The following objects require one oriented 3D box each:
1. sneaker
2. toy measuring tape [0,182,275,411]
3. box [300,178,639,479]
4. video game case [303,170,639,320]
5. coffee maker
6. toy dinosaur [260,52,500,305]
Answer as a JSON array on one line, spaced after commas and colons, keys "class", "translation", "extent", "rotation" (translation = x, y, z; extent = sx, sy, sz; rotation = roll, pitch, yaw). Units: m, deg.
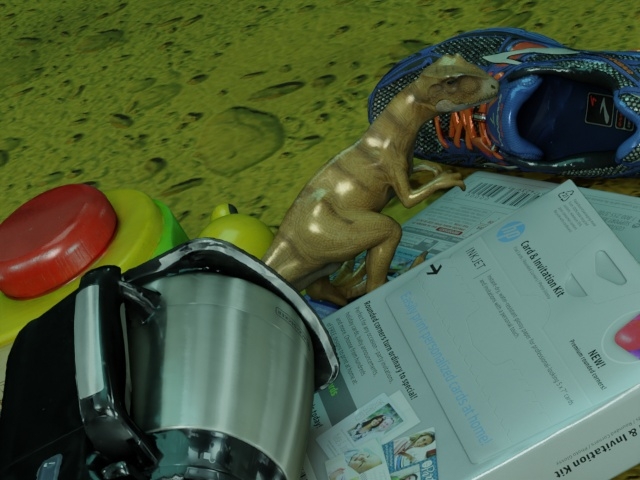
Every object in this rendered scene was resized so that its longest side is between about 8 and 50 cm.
[{"class": "sneaker", "translation": [0.110, -0.073, 0.911], "extent": [0.221, 0.083, 0.087], "rotation": [2, 9, 41]}, {"class": "toy measuring tape", "translation": [-0.167, 0.052, 0.863], "extent": [0.330, 0.121, 0.121], "rotation": [-23, 23, 17]}, {"class": "box", "translation": [0.053, 0.063, 0.699], "extent": [0.186, 0.038, 0.145], "rotation": [-31, 32, 2]}, {"class": "video game case", "translation": [0.088, 0.033, 0.809], "extent": [0.193, 0.023, 0.212], "rotation": [-35, 30, -30]}, {"class": "coffee maker", "translation": [-0.071, 0.114, 0.625], "extent": [0.171, 0.120, 0.178], "rotation": [-49, 24, 34]}, {"class": "toy dinosaur", "translation": [0.000, 0.000, 0.788], "extent": [0.211, 0.112, 0.064], "rotation": [-48, 45, -7]}]
